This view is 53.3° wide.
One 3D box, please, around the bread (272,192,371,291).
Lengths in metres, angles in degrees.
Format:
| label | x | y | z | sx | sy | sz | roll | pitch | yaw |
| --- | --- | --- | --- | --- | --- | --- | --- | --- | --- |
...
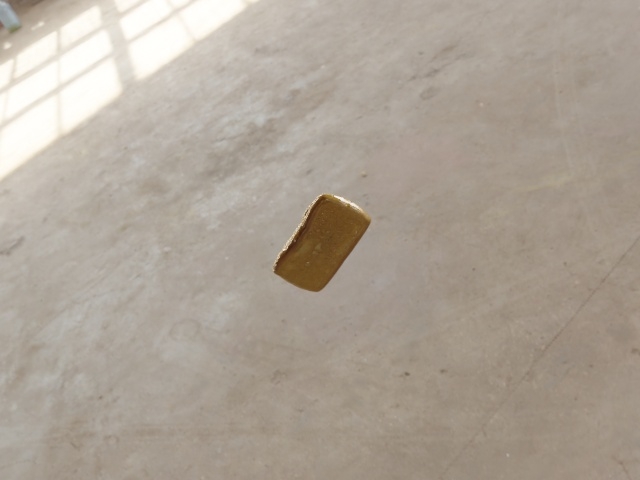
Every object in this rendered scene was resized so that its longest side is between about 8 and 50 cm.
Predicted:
| label | x | y | z | sx | sy | sz | roll | pitch | yaw |
| --- | --- | --- | --- | --- | --- | --- | --- | --- | --- |
| bread | 0.000 | 0.000 | 1.168 | 0.200 | 0.116 | 0.077 | -55 | 19 | 24 |
